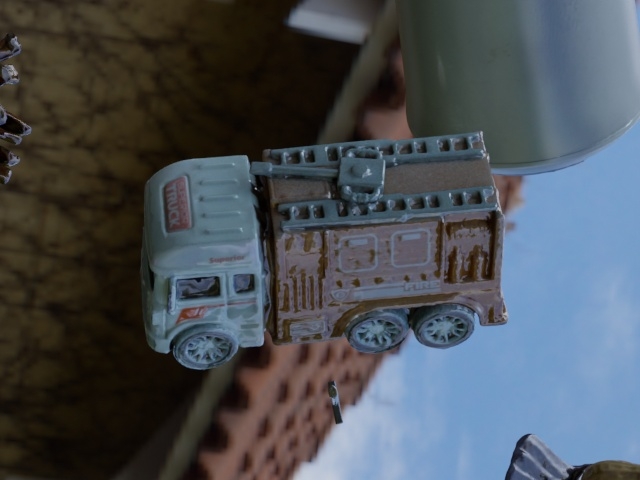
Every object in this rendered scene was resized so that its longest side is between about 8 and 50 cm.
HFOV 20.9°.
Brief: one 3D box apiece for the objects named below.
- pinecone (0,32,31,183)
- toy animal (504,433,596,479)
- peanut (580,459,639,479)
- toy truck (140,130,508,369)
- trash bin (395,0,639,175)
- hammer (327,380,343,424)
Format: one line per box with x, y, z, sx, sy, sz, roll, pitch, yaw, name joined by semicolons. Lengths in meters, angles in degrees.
-0.366;-0.100;1.449;0.264;0.264;0.264;-172;-90;-73;pinecone
0.254;0.262;1.633;0.122;0.185;0.298;-62;151;-9;toy animal
0.256;0.201;1.362;0.113;0.054;0.054;9;-90;34;peanut
0.000;0.000;1.437;0.162;0.305;0.136;90;-7;-48;toy truck
0.209;-0.281;1.896;0.280;0.280;0.432;-107;-177;-55;trash bin
0.019;0.219;2.392;0.199;0.013;0.062;79;-1;-82;hammer
